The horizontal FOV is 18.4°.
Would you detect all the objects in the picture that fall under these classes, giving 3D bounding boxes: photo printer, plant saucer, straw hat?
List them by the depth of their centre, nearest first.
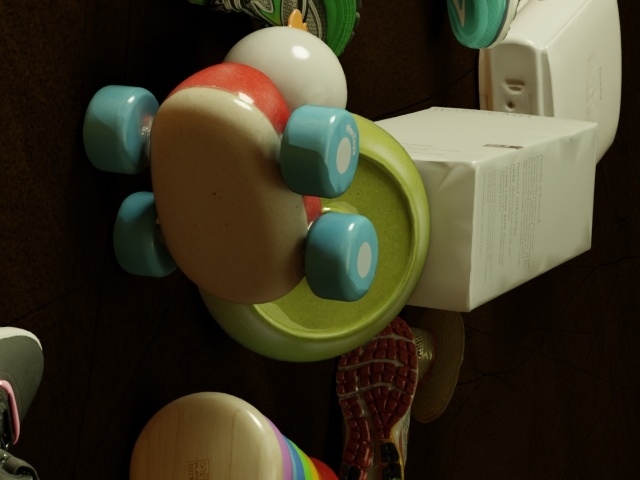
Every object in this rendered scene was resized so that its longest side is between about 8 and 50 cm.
[{"bbox_3d":[0.000,0.000,1.822,0.241,0.037,0.241,-5,103,-22],"label":"plant saucer"},{"bbox_3d":[0.102,0.131,2.230,0.061,0.144,0.145,11,86,-25],"label":"straw hat"},{"bbox_3d":[0.303,-0.198,2.531,0.307,0.107,0.256,-46,137,-53],"label":"photo printer"}]

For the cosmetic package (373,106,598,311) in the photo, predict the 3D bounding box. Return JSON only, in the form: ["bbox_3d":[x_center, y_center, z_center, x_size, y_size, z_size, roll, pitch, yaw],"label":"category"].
[{"bbox_3d":[0.134,-0.042,2.079,0.385,0.217,0.156,-24,119,-64],"label":"cosmetic package"}]

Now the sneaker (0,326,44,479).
[{"bbox_3d":[-0.237,0.163,1.398,0.296,0.146,0.105,-50,138,-52],"label":"sneaker"}]

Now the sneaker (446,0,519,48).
[{"bbox_3d":[0.154,-0.345,2.209,0.110,0.107,0.275,-24,115,-40],"label":"sneaker"}]

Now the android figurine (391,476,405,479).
[{"bbox_3d":[-0.015,0.343,1.920,0.273,0.056,0.248,-39,164,-22],"label":"android figurine"}]

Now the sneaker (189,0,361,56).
[{"bbox_3d":[-0.068,-0.248,1.721,0.146,0.134,0.343,-41,149,-11],"label":"sneaker"}]

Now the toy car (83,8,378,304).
[{"bbox_3d":[-0.041,-0.088,1.671,0.238,0.219,0.210,-58,146,-44],"label":"toy car"}]

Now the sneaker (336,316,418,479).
[{"bbox_3d":[0.057,0.192,2.152,0.093,0.088,0.225,29,69,-86],"label":"sneaker"}]

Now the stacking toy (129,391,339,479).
[{"bbox_3d":[-0.056,0.237,1.851,0.330,0.141,0.141,39,61,-67],"label":"stacking toy"}]
